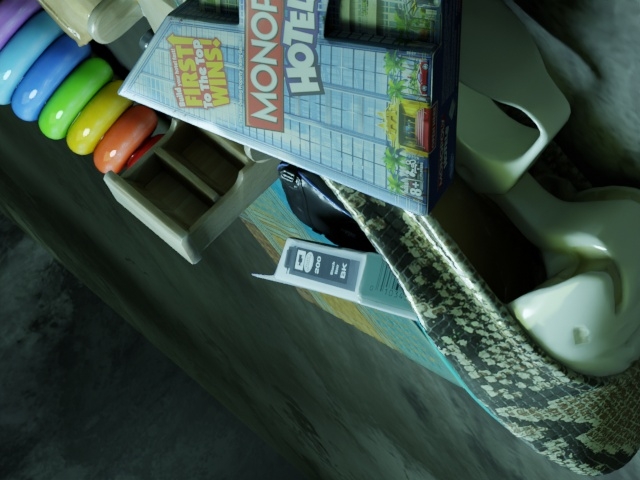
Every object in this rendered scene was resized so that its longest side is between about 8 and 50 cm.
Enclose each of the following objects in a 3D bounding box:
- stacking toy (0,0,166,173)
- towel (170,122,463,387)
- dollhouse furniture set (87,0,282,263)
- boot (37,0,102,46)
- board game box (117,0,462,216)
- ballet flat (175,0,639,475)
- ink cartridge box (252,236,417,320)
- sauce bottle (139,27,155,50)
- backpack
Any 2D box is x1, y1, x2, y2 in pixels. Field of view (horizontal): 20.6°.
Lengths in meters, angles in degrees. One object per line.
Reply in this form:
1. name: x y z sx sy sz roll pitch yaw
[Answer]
1. stacking toy: -0.259 -0.154 1.933 0.330 0.141 0.141 39 167 -1
2. towel: 0.000 0.000 1.758 0.271 0.040 0.370 53 167 -26
3. dollhouse furniture set: -0.115 -0.120 1.461 0.212 0.161 0.242 38 165 31
4. boot: -0.279 -0.302 1.609 0.269 0.089 0.236 48 177 -12
5. board game box: -0.020 -0.125 1.000 0.194 0.060 0.194 9 119 18
6. ballet flat: 0.101 -0.040 1.103 0.483 0.164 0.182 51 143 -14
7. ink cartridge box: 0.077 0.043 1.403 0.206 0.045 0.208 15 178 -25
8. sauce bottle: -0.116 -0.150 1.646 0.128 0.042 0.042 43 167 16
9. backpack: 0.026 -0.042 1.429 0.105 0.084 0.114 37 166 13
